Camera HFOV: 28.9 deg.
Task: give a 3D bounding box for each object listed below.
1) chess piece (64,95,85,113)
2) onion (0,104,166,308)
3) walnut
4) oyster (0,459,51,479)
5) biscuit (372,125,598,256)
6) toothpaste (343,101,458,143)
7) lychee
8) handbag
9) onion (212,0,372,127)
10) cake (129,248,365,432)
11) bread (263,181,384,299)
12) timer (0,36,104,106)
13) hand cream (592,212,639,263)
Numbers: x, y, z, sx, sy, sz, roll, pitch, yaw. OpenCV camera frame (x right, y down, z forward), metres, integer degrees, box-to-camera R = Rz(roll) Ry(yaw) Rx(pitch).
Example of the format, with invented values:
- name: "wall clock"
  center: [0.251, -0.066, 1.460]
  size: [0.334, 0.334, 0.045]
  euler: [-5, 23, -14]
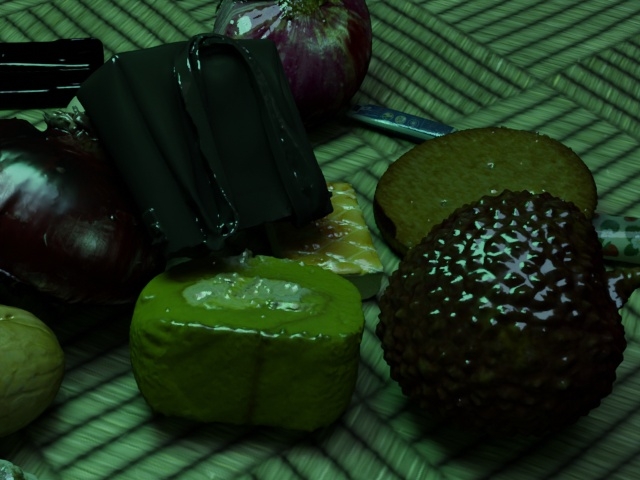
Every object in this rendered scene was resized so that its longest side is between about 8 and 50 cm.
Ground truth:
- name: "chess piece"
  center: [-0.212, -0.142, 1.702]
  size: [0.299, 0.167, 0.167]
  euler: [10, 42, 14]
- name: "onion"
  center: [-0.314, -0.041, 1.482]
  size: [0.314, 0.314, 0.232]
  euler: [33, 92, 30]
- name: "walnut"
  center: [-0.379, 0.149, 1.358]
  size: [0.206, 0.159, 0.159]
  euler: [-16, 44, -30]
- name: "oyster"
  center: [-0.284, 0.274, 1.287]
  size: [0.199, 0.061, 0.106]
  euler: [4, 42, 1]
- name: "biscuit"
  center: [0.221, -0.055, 1.679]
  size: [0.305, 0.038, 0.305]
  euler: [-7, 40, 6]
- name: "toothpaste"
  center: [0.131, -0.168, 1.835]
  size: [0.197, 0.035, 0.057]
  euler: [19, 35, 22]
- name: "lychee"
  center: [0.212, 0.081, 1.383]
  size: [0.304, 0.276, 0.276]
  euler: [-18, 41, 8]
- name: "handbag"
  center: [-0.120, -0.113, 1.475]
  size: [0.285, 0.113, 0.257]
  euler: [-16, 79, -47]
- name: "onion"
  center: [-0.050, -0.271, 1.816]
  size: [0.256, 0.272, 0.230]
  euler: [-4, 67, 1]
- name: "cake"
  center: [-0.083, 0.112, 1.416]
  size: [0.260, 0.156, 0.179]
  euler: [8, 24, -1]
- name: "bread"
  center: [0.000, 0.001, 1.608]
  size: [0.125, 0.068, 0.188]
  euler: [-7, 42, -11]
- name: "timer"
  center: [-0.426, -0.262, 1.895]
  size: [0.187, 0.055, 0.144]
  euler: [-4, 42, -6]
- name: "hand cream"
  center: [0.365, -0.007, 1.652]
  size: [0.276, 0.059, 0.095]
  euler: [7, 40, 12]
